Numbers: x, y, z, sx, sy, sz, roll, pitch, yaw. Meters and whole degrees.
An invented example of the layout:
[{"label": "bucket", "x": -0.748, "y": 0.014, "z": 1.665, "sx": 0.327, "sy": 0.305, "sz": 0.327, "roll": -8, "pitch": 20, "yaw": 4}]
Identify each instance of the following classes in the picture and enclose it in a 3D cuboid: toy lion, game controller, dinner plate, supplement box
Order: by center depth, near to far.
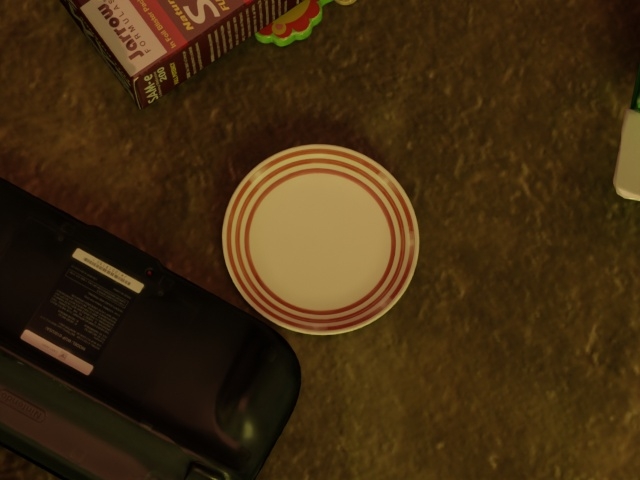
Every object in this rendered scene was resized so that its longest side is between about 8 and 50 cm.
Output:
[{"label": "game controller", "x": -0.175, "y": 0.070, "z": 1.281, "sx": 0.319, "sy": 0.067, "sz": 0.166, "roll": 29, "pitch": 60, "yaw": 3}, {"label": "supplement box", "x": -0.070, "y": -0.217, "z": 1.325, "sx": 0.239, "sy": 0.073, "sz": 0.130, "roll": -36, "pitch": 80, "yaw": -8}, {"label": "dinner plate", "x": 0.000, "y": 0.000, "z": 1.329, "sx": 0.141, "sy": 0.017, "sz": 0.141, "roll": 1, "pitch": 73, "yaw": -4}, {"label": "toy lion", "x": -0.025, "y": -0.197, "z": 1.378, "sx": 0.096, "sy": 0.034, "sz": 0.100, "roll": -23, "pitch": 77, "yaw": -3}]

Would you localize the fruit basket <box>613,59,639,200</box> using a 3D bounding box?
[{"label": "fruit basket", "x": 0.405, "y": -0.139, "z": 1.326, "sx": 0.353, "sy": 0.165, "sz": 0.327, "roll": 13, "pitch": 74, "yaw": -2}]
